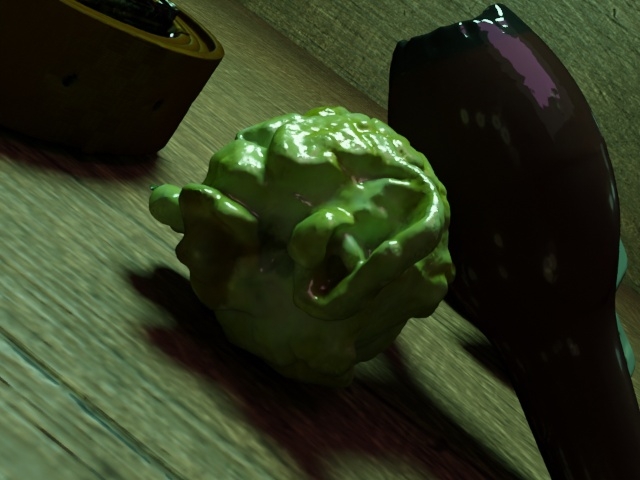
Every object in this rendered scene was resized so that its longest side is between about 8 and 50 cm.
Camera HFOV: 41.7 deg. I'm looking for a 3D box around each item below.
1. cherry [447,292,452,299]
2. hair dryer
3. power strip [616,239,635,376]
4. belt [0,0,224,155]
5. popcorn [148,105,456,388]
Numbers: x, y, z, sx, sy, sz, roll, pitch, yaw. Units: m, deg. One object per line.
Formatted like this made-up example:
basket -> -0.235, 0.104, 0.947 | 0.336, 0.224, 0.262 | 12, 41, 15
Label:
cherry -> 0.158, 0.018, 0.851 | 0.126, 0.087, 0.106 | 65, 9, 29
hair dryer -> 0.081, 0.020, 0.604 | 0.340, 0.123, 0.313 | -2, -73, 66
power strip -> 0.237, 0.057, 0.803 | 0.265, 0.059, 0.194 | -35, 102, -53
belt -> -0.181, -0.142, 0.548 | 0.184, 0.105, 0.261 | 42, 18, 16
popcorn -> 0.000, 0.000, 0.438 | 0.141, 0.162, 0.135 | 60, 36, -26
